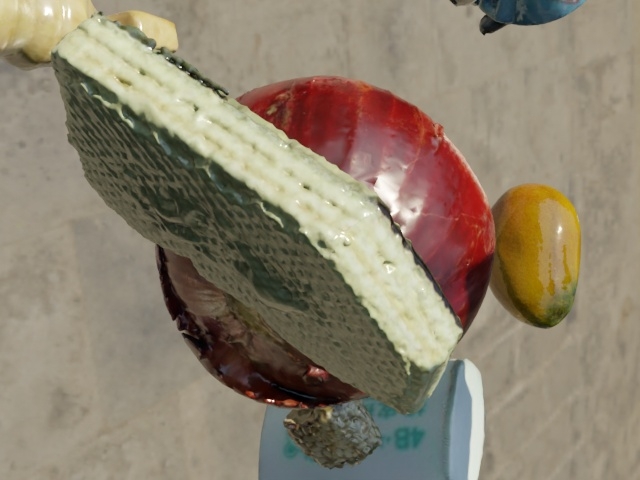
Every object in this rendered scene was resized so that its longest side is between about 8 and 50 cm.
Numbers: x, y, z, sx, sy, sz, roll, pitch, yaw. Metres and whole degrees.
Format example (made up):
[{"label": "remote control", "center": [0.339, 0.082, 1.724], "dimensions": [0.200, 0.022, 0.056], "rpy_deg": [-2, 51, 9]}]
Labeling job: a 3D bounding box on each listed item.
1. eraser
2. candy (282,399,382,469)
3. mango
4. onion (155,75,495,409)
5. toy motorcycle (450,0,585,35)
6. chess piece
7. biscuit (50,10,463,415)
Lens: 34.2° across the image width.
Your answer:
[{"label": "eraser", "center": [0.065, 0.259, 1.376], "dimensions": [0.104, 0.289, 0.189], "rpy_deg": [38, 50, -50]}, {"label": "candy", "center": [0.014, 0.214, 1.215], "dimensions": [0.110, 0.095, 0.085], "rpy_deg": [53, 48, -19]}, {"label": "mango", "center": [0.311, 0.023, 1.547], "dimensions": [0.120, 0.151, 0.221], "rpy_deg": [21, 69, -46]}, {"label": "onion", "center": [0.000, 0.000, 0.845], "dimensions": [0.276, 0.276, 0.276], "rpy_deg": [-10, 101, -57]}, {"label": "toy motorcycle", "center": [0.170, -0.290, 1.019], "dimensions": [0.232, 0.172, 0.416], "rpy_deg": [54, 7, 7]}, {"label": "chess piece", "center": [-0.292, -0.231, 1.120], "dimensions": [0.300, 0.137, 0.137], "rpy_deg": [4, 90, -55]}, {"label": "biscuit", "center": [-0.036, -0.005, 0.566], "dimensions": [0.052, 0.252, 0.150], "rpy_deg": [-50, 167, -24]}]
